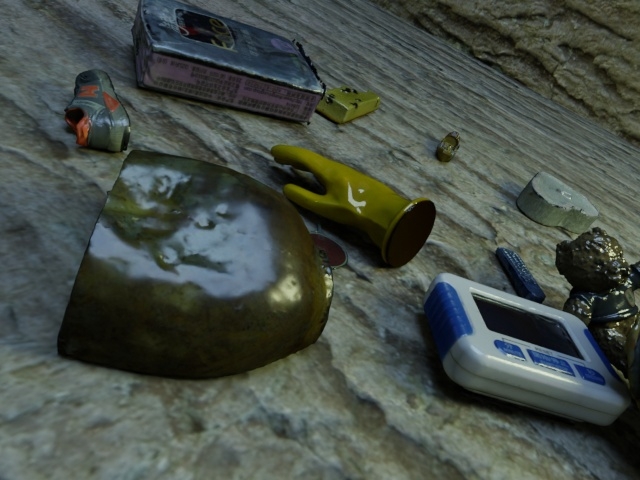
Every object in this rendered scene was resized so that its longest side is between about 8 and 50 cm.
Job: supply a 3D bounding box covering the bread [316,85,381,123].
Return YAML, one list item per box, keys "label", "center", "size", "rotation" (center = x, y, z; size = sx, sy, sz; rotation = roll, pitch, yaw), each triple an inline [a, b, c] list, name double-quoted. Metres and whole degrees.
- label: "bread"
  center: [0.069, -0.331, 1.406]
  size: [0.088, 0.049, 0.226]
  rotation: [32, 30, 12]

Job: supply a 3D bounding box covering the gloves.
- label: "gloves"
  center: [0.036, -0.078, 0.963]
  size: [0.294, 0.116, 0.133]
  rotation: [34, 0, 31]

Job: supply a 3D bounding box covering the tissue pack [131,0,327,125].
- label: "tissue pack"
  center: [-0.195, -0.367, 1.207]
  size: [0.361, 0.122, 0.259]
  rotation: [9, 37, -28]

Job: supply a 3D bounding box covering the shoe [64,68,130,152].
- label: "shoe"
  center: [-0.350, -0.203, 0.889]
  size: [0.077, 0.074, 0.194]
  rotation: [-8, 45, -35]

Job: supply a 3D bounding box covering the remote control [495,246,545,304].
- label: "remote control"
  center: [0.345, 0.061, 1.018]
  size: [0.043, 0.027, 0.153]
  rotation: [12, 31, -10]

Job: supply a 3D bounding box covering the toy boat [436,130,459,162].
- label: "toy boat"
  center: [0.308, -0.226, 1.414]
  size: [0.047, 0.049, 0.149]
  rotation: [29, 31, 5]

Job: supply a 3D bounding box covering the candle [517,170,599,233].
- label: "candle"
  center: [0.531, -0.094, 1.349]
  size: [0.192, 0.068, 0.169]
  rotation: [13, 35, -22]

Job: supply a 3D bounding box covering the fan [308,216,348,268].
- label: "fan"
  center: [0.000, 0.000, 0.885]
  size: [0.085, 0.005, 0.133]
  rotation: [15, 32, -14]

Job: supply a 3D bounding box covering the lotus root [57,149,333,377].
- label: "lotus root"
  center: [-0.106, 0.021, 0.643]
  size: [0.260, 0.149, 0.267]
  rotation: [17, 34, -12]

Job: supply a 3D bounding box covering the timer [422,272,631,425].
- label: "timer"
  center: [0.261, 0.145, 0.775]
  size: [0.253, 0.078, 0.178]
  rotation: [18, 28, -14]

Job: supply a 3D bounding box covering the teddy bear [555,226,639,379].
- label: "teddy bear"
  center: [0.447, 0.107, 0.911]
  size: [0.181, 0.129, 0.251]
  rotation: [-19, 80, -34]

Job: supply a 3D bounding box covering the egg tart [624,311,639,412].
- label: "egg tart"
  center: [0.478, 0.171, 0.752]
  size: [0.297, 0.132, 0.297]
  rotation: [9, 73, -31]
